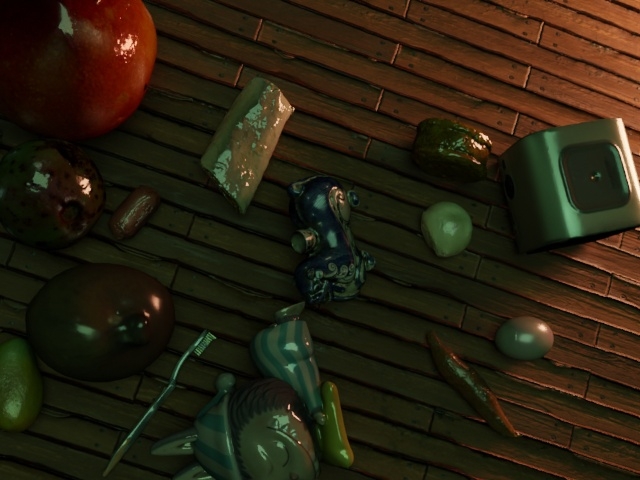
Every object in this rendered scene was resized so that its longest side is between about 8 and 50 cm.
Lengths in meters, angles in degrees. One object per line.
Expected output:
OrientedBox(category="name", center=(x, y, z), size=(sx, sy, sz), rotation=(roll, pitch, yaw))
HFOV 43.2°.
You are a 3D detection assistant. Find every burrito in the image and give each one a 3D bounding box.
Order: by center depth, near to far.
OrientedBox(category="burrito", center=(-0.173, -0.219, 1.824), size=(0.143, 0.105, 0.299), rotation=(27, 76, -8))

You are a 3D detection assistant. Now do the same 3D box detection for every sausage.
OrientedBox(category="sausage", center=(-0.410, -0.061, 1.775), size=(0.076, 0.076, 0.141), rotation=(38, 80, -1))

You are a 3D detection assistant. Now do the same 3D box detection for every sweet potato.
OrientedBox(category="sweet potato", center=(0.346, 0.333, 1.829), size=(0.314, 0.072, 0.066), rotation=(46, 55, 3))

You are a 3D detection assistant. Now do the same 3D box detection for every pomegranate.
OrientedBox(category="pomegranate", center=(-0.597, -0.095, 1.702), size=(0.242, 0.306, 0.242), rotation=(-2, 92, -53))

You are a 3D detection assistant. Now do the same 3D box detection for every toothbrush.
OrientedBox(category="toothbrush", center=(-0.351, 0.347, 1.739), size=(0.037, 0.028, 0.375), rotation=(39, 77, -8))

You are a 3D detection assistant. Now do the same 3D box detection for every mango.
OrientedBox(category="mango", center=(-0.637, 0.298, 1.670), size=(0.130, 0.092, 0.195), rotation=(5, 75, -6))

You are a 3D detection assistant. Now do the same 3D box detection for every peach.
OrientedBox(category="peach", center=(-0.519, -0.392, 1.665), size=(0.388, 0.388, 0.388), rotation=(1, 80, -9))

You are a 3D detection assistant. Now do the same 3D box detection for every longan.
OrientedBox(category="longan", center=(-0.439, 0.168, 1.633), size=(0.300, 0.300, 0.243), rotation=(-8, 105, -10))

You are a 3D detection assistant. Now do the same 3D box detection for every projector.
OrientedBox(category="projector", center=(0.570, -0.118, 1.846), size=(0.248, 0.248, 0.249), rotation=(-11, 82, -10))

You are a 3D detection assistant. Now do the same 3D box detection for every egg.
OrientedBox(category="egg", center=(0.466, 0.225, 1.847), size=(0.135, 0.103, 0.103), rotation=(1, 81, -8))

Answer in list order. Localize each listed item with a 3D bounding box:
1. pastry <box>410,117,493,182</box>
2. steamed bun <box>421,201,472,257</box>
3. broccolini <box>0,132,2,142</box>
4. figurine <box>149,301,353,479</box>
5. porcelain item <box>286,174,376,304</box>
OrientedBox(category="pastry", center=(0.304, -0.207, 1.861), size=(0.188, 0.189, 0.103), rotation=(18, 81, -5))
OrientedBox(category="steamed bun", center=(0.298, -0.030, 1.870), size=(0.112, 0.091, 0.130), rotation=(-19, 84, -13))
OrientedBox(category="broccolini", center=(-0.766, -0.305, 1.772), size=(0.071, 0.057, 0.254), rotation=(-17, 85, -54))
OrientedBox(category="figurine", center=(-0.163, 0.348, 1.647), size=(0.377, 0.266, 0.361), rotation=(-11, 69, -19))
OrientedBox(category="porcelain item", center=(0.000, 0.000, 1.767), size=(0.186, 0.138, 0.288), rotation=(-13, 87, -41))
